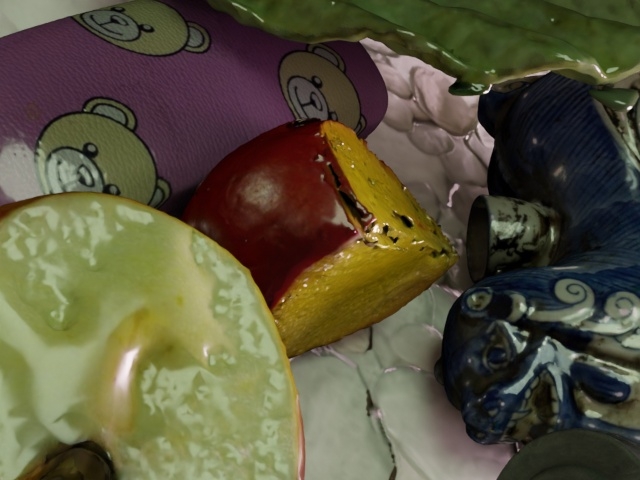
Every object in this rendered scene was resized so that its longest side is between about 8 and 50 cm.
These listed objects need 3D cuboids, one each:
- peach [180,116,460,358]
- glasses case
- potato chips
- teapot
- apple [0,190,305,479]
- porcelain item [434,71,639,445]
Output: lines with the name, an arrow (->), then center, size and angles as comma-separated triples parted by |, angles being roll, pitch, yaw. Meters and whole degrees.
peach -> -0.003, -0.006, 0.775 | 0.172, 0.127, 0.092 | -17, 61, -49
glasses case -> -0.083, -0.072, 0.816 | 0.123, 0.076, 0.316 | 48, 41, 14
potato chips -> 0.099, -0.183, 0.928 | 0.389, 0.097, 0.373 | 13, 24, 9
teapot -> 0.157, 0.169, 0.749 | 0.108, 0.111, 0.149 | 17, 37, -44
apple -> -0.103, 0.082, 0.592 | 0.195, 0.160, 0.173 | 18, 40, -20
porcelain item -> 0.154, 0.012, 0.890 | 0.186, 0.138, 0.288 | 6, 52, -10
